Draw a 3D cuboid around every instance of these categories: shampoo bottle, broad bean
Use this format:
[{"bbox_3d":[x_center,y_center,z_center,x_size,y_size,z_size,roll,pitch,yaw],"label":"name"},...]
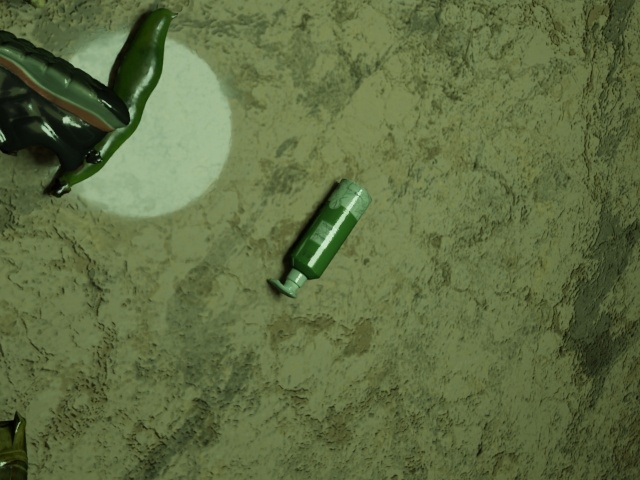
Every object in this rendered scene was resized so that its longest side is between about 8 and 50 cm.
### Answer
[{"bbox_3d":[0.000,0.000,1.203,0.065,0.065,0.205,41,76,-29],"label":"shampoo bottle"},{"bbox_3d":[-0.265,-0.178,1.025,0.060,0.043,0.298,29,83,-21],"label":"broad bean"}]

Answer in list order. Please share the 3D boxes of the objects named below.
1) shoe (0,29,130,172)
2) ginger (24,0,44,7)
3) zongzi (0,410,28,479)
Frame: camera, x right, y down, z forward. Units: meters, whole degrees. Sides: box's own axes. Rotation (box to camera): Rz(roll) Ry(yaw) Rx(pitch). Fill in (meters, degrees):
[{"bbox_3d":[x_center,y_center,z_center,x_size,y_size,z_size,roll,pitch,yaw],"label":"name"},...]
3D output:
[{"bbox_3d":[-0.383,-0.173,0.925,0.290,0.114,0.137,26,104,-21],"label":"shoe"},{"bbox_3d":[-0.344,-0.424,0.925,0.089,0.075,0.288,9,87,-55],"label":"ginger"},{"bbox_3d":[-0.468,0.343,0.855,0.285,0.288,0.134,3,139,-27],"label":"zongzi"}]
